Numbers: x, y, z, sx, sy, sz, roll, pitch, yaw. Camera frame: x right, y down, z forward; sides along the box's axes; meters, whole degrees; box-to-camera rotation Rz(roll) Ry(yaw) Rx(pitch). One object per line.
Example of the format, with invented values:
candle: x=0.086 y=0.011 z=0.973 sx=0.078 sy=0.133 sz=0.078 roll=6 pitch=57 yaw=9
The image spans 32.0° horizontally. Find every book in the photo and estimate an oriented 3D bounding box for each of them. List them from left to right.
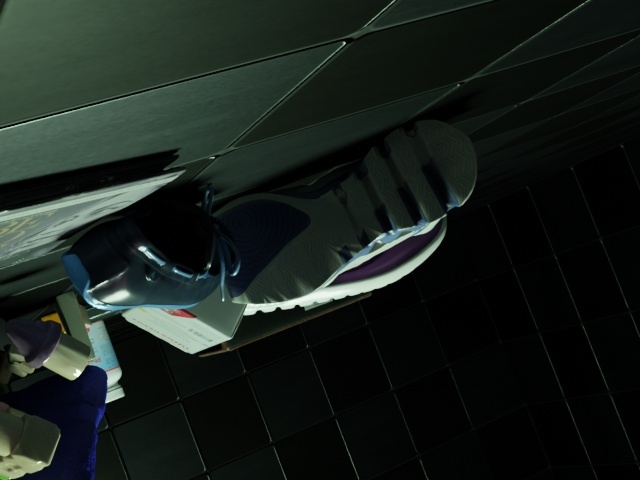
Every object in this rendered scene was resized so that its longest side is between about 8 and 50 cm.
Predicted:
book: x=-0.337 y=0.124 z=1.550 sx=0.035 sy=0.096 sz=0.144 roll=-20 pitch=176 yaw=-15

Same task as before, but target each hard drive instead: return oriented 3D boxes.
hard drive: x=-0.353 y=0.114 z=1.914 sx=0.135 sy=0.022 sz=0.094 roll=-20 pitch=177 yaw=-19

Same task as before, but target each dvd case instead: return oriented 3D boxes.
dvd case: x=-0.225 y=-0.007 z=0.832 sx=0.164 sy=0.018 sz=0.221 roll=-18 pitch=175 yaw=-46

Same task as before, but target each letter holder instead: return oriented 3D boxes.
letter holder: x=-0.106 y=0.086 z=1.929 sx=0.302 sy=0.152 sz=0.214 roll=-19 pitch=178 yaw=-34

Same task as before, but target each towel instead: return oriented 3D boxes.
towel: x=-0.388 y=0.283 z=1.432 sx=0.227 sy=0.076 sz=0.308 roll=-15 pitch=-157 yaw=0

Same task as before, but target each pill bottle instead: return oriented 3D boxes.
pill bottle: x=-0.419 y=0.223 z=2.056 sx=0.087 sy=0.160 sz=0.087 roll=-21 pitch=176 yaw=-1

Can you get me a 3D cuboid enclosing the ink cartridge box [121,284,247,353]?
ink cartridge box: x=-0.196 y=0.094 z=1.599 sx=0.175 sy=0.127 sz=0.072 roll=-26 pitch=-144 yaw=62

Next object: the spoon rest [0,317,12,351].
spoon rest: x=-0.525 y=0.199 z=1.461 sx=0.276 sy=0.137 sz=0.084 roll=-31 pitch=-167 yaw=8

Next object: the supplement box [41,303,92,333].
supplement box: x=-0.395 y=0.127 z=1.738 sx=0.062 sy=0.036 sz=0.098 roll=-21 pitch=176 yaw=-9

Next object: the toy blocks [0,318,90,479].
toy blocks: x=-0.439 y=0.173 z=1.164 sx=0.260 sy=0.309 sz=0.288 roll=34 pitch=143 yaw=-27

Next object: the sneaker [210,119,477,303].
sneaker: x=0.041 y=-0.026 z=1.236 sx=0.315 sy=0.127 sz=0.182 roll=-24 pitch=174 yaw=16

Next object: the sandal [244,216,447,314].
sandal: x=0.006 y=0.010 z=1.719 sx=0.416 sy=0.169 sz=0.102 roll=-20 pitch=136 yaw=-11

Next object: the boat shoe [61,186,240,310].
boat shoe: x=-0.124 y=0.012 z=1.004 sx=0.089 sy=0.109 sz=0.258 roll=-37 pitch=178 yaw=18
